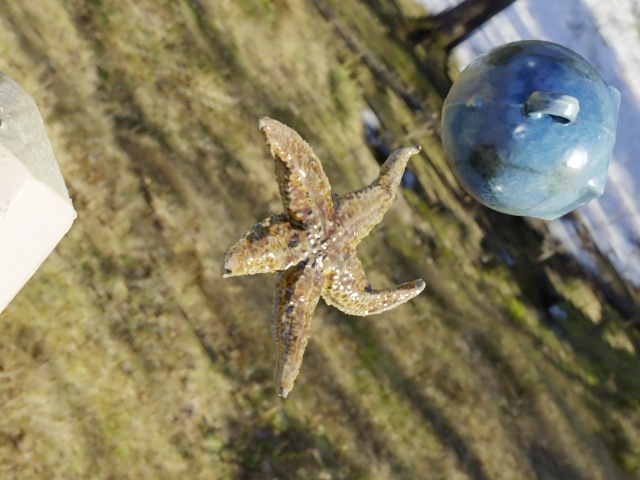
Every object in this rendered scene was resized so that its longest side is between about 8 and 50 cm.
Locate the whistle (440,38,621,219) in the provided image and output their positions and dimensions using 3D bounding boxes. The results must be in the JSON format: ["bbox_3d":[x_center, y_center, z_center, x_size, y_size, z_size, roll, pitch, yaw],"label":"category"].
[{"bbox_3d":[0.097,-0.051,0.633,0.090,0.090,0.158,59,-7,3],"label":"whistle"}]

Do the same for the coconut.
[{"bbox_3d":[-0.214,-0.027,0.720,0.147,0.153,0.147,37,-9,7],"label":"coconut"}]

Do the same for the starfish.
[{"bbox_3d":[0.000,0.000,1.127,0.236,0.062,0.277,49,61,-34],"label":"starfish"}]
